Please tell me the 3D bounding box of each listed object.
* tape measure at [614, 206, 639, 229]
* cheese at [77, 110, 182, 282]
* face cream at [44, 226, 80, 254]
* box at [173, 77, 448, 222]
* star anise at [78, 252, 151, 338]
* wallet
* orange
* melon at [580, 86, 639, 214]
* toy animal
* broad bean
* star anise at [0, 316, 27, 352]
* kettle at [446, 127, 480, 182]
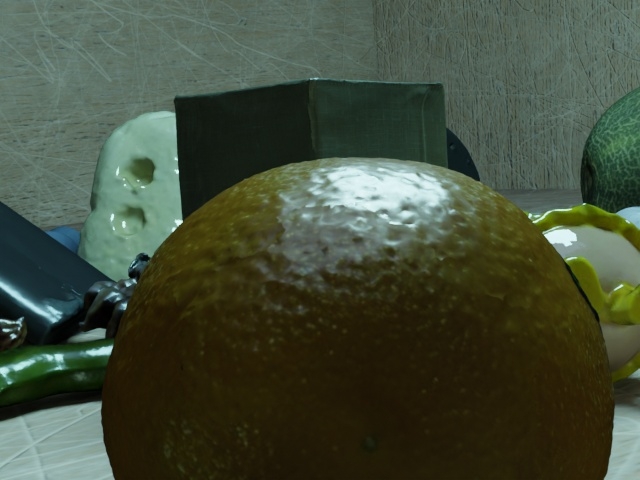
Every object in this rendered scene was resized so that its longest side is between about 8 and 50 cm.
[{"bbox_3d":[0.348,0.019,0.983,0.197,0.120,0.236,9,7,41],"label":"tape measure"},{"bbox_3d":[-0.211,-0.039,1.456,0.174,0.247,0.251,-3,12,28],"label":"cheese"},{"bbox_3d":[-0.377,0.046,1.477,0.136,0.086,0.385,-7,10,1],"label":"face cream"},{"bbox_3d":[0.000,0.000,0.841,0.149,0.231,0.155,0,6,42],"label":"box"},{"bbox_3d":[-0.133,0.052,1.130,0.220,0.099,0.214,-2,15,22],"label":"star anise"},{"bbox_3d":[-0.416,-0.033,1.205,0.406,0.062,0.228,34,8,1],"label":"wallet"},{"bbox_3d":[0.015,0.059,0.441,0.206,0.206,0.206,-4,5,0],"label":"orange"},{"bbox_3d":[0.438,-0.067,1.216,0.302,0.237,0.237,-3,5,-1],"label":"melon"},{"bbox_3d":[0.179,0.042,0.843,0.156,0.156,0.230,-5,-5,-6],"label":"toy animal"},{"bbox_3d":[-0.189,0.108,0.853,0.144,0.049,0.292,9,15,42],"label":"broad bean"},{"bbox_3d":[-0.352,0.099,0.980,0.191,0.070,0.097,-8,-21,-22],"label":"star anise"},{"bbox_3d":[0.043,-0.018,1.464,0.207,0.250,0.271,29,-24,-36],"label":"kettle"}]
